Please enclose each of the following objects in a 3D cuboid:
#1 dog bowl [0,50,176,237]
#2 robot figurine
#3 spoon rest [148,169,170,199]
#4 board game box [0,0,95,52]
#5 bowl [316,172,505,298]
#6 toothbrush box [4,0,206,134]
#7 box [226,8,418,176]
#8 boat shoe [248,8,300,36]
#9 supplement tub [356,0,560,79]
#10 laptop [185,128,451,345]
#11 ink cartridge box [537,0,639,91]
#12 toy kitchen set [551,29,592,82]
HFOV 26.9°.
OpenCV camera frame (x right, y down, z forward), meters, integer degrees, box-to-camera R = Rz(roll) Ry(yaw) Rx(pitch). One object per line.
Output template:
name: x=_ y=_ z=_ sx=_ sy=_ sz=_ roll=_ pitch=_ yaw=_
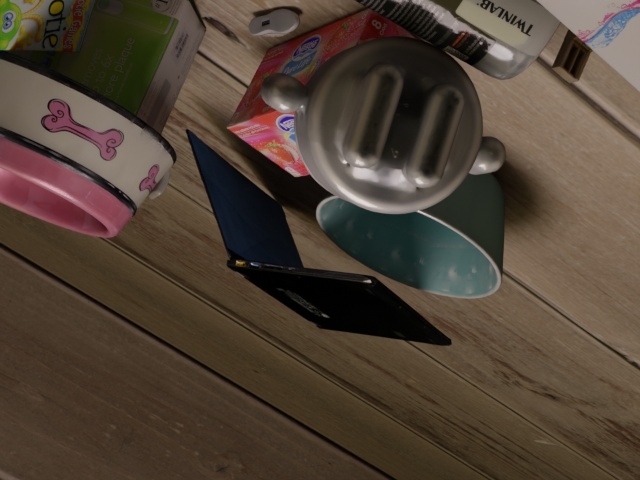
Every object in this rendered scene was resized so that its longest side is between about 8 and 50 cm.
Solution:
dog bowl: x=-0.428 y=-0.139 z=1.978 sx=0.408 sy=0.150 sz=0.408 roll=22 pitch=169 yaw=5
robot figurine: x=0.075 y=-0.137 z=1.592 sx=0.300 sy=0.199 sz=0.353 roll=21 pitch=-178 yaw=-9
spoon rest: x=-0.387 y=-0.200 z=2.522 sx=0.276 sy=0.084 sz=0.137 roll=45 pitch=154 yaw=-14
board game box: x=-0.443 y=-0.346 z=1.818 sx=0.144 sy=0.142 sz=0.275 roll=28 pitch=-161 yaw=23
bowl: x=0.166 y=-0.053 z=2.102 sx=0.311 sy=0.163 sz=0.311 roll=22 pitch=160 yaw=8
toothbrush box: x=-0.347 y=-0.292 z=2.016 sx=0.283 sy=0.206 sz=0.122 roll=20 pitch=168 yaw=16
box: x=0.017 y=-0.206 z=1.914 sx=0.142 sy=0.154 sz=0.300 roll=35 pitch=159 yaw=-25
boat shoe: x=-0.059 y=-0.309 z=1.923 sx=0.035 sy=0.035 sz=0.100 roll=6 pitch=173 yaw=-43
supplement tub: x=0.116 y=-0.325 z=1.444 sx=0.316 sy=0.193 sz=0.193 roll=27 pitch=160 yaw=-9
laptop: x=0.000 y=0.000 z=2.297 sx=0.408 sy=0.236 sz=0.382 roll=6 pitch=164 yaw=27
ink cartridge box: x=0.308 y=-0.293 z=1.291 sx=0.278 sy=0.201 sz=0.117 roll=35 pitch=158 yaw=-27
toy kitchen set: x=0.340 y=-0.224 z=1.605 sx=0.068 sy=0.075 sz=0.083 roll=34 pitch=162 yaw=-26
